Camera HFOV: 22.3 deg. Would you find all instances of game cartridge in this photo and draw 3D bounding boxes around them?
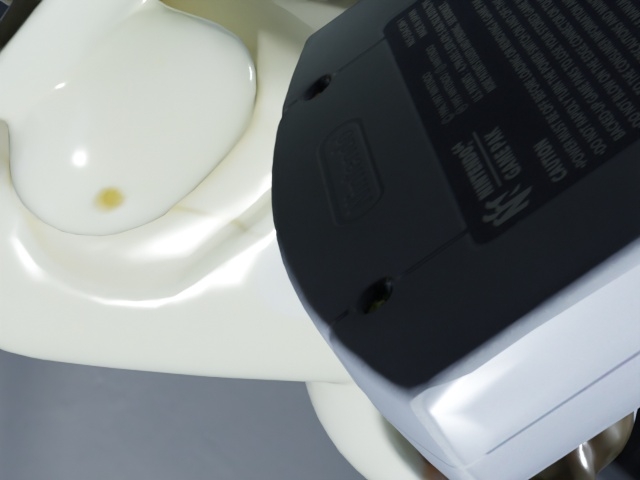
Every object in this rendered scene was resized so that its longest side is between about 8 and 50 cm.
[{"bbox_3d":[0.075,-0.043,0.521,0.060,0.196,0.294,55,10,-24],"label":"game cartridge"}]

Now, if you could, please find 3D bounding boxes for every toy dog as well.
[{"bbox_3d":[0.000,0.000,0.841,0.408,0.395,0.284,31,7,-19],"label":"toy dog"}]
